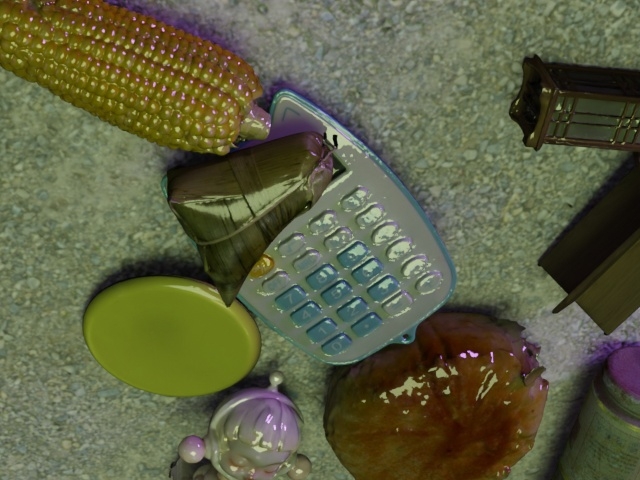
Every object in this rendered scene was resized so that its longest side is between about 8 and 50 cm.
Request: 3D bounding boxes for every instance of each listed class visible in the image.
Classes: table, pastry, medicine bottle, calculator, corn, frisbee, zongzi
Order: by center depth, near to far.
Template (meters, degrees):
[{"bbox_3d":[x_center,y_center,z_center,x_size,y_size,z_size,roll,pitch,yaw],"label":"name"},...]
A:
[{"bbox_3d":[-0.212,-0.188,1.304,0.347,0.130,0.130,22,118,-18],"label":"corn"},{"bbox_3d":[-0.054,-0.020,1.400,0.205,0.094,0.204,-17,123,5],"label":"zongzi"},{"bbox_3d":[0.000,0.000,1.492,0.256,0.054,0.386,-35,113,15],"label":"calculator"},{"bbox_3d":[0.396,0.007,1.541,0.167,0.167,0.226,23,126,-23],"label":"table"},{"bbox_3d":[-0.194,0.130,1.561,0.236,0.017,0.236,3,134,3],"label":"frisbee"},{"bbox_3d":[0.161,0.242,1.660,0.330,0.136,0.329,-5,123,-8],"label":"pastry"},{"bbox_3d":[0.434,0.319,1.753,0.151,0.151,0.322,5,123,-13],"label":"medicine bottle"}]

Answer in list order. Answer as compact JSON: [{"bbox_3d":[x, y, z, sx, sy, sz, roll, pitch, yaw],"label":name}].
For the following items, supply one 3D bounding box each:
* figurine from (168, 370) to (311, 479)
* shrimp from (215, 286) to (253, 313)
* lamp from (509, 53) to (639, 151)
[{"bbox_3d":[-0.102,0.297,1.666,0.182,0.144,0.256,34,117,-6],"label":"figurine"},{"bbox_3d":[-0.111,0.073,1.566,0.092,0.029,0.038,14,113,-25],"label":"shrimp"},{"bbox_3d":[0.402,-0.155,1.457,0.325,0.089,0.090,4,125,-12],"label":"lamp"}]
